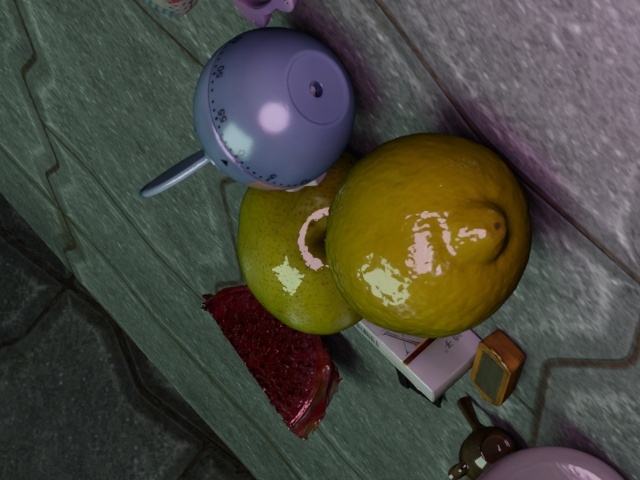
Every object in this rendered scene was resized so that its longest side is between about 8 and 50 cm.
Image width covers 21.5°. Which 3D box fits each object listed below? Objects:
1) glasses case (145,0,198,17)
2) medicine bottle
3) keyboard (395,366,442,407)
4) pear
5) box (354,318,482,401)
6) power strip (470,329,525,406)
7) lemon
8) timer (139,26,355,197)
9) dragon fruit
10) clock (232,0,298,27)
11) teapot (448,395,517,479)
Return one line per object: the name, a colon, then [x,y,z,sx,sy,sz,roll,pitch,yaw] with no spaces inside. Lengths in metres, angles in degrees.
glasses case: [-0.163,-0.319,1.664,0.125,0.076,0.327,47,165,8]
medicine bottle: [0.250,0.378,1.916,0.208,0.208,0.340,44,164,19]
keyboard: [0.112,0.132,2.078,0.072,0.023,0.231,33,159,29]
pear: [-0.001,-0.001,1.766,0.198,0.198,0.198,45,164,16]
box: [0.103,0.100,1.901,0.154,0.084,0.040,43,162,23]
power strip: [0.194,0.146,1.861,0.049,0.028,0.178,45,164,16]
lemon: [0.090,-0.004,1.500,0.184,0.184,0.248,52,166,-9]
timer: [-0.061,-0.102,1.670,0.175,0.175,0.255,47,145,10]
dragon fruit: [-0.045,0.162,2.431,0.274,0.126,0.161,52,178,30]
clock: [-0.058,-0.260,1.551,0.110,0.050,0.152,50,165,-10]
teapot: [0.186,0.241,2.031,0.080,0.085,0.110,114,134,-72]
